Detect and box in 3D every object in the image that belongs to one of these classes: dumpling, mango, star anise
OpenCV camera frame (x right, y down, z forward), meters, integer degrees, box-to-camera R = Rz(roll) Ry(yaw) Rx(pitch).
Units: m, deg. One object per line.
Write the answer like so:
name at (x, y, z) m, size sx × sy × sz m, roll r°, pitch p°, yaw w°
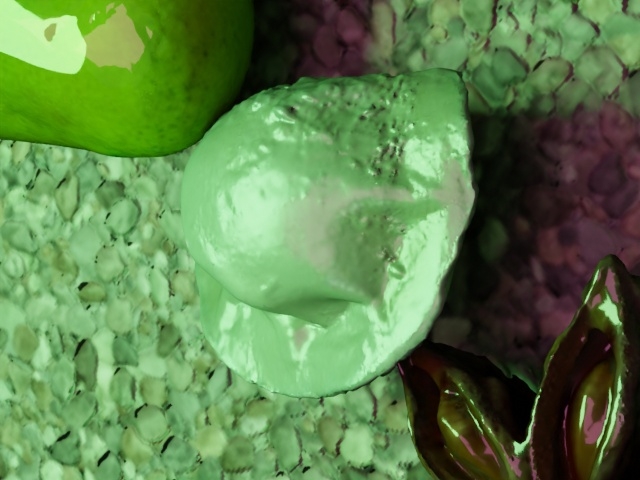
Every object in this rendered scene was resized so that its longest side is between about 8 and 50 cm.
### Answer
dumpling at (-0.010, -0.011, 0.749) m, size 0.219 × 0.108 × 0.152 m, roll -33°, pitch 29°, yaw 48°
mango at (-0.149, -0.144, 0.839) m, size 0.273 × 0.149 × 0.185 m, roll 10°, pitch 90°, yaw 30°
star anise at (0.135, 0.119, 0.694) m, size 0.214 × 0.099 × 0.220 m, roll -9°, pitch 83°, yaw 22°

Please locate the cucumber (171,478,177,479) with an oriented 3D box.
cucumber at (-0.164, 0.193, 0.939) m, size 0.257 × 0.043 × 0.044 m, roll -28°, pitch 73°, yaw 34°
